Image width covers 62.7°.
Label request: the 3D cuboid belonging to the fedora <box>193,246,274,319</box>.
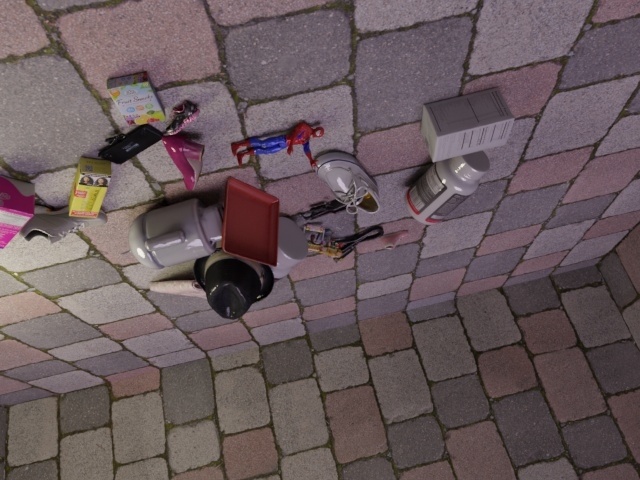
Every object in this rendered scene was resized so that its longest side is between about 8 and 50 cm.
[{"bbox_3d":[-0.325,0.178,1.906,0.334,0.152,0.334,3,137,3],"label":"fedora"}]

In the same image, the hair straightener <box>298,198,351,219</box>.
[{"bbox_3d":[0.021,-0.131,2.006,0.230,0.047,0.089,-14,154,10],"label":"hair straightener"}]

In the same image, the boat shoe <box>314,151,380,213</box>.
[{"bbox_3d":[0.109,-0.172,1.828,0.136,0.156,0.367,-25,152,21],"label":"boat shoe"}]

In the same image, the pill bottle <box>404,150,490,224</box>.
[{"bbox_3d":[0.462,-0.207,1.916,0.176,0.176,0.318,2,150,-29],"label":"pill bottle"}]

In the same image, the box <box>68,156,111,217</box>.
[{"bbox_3d":[-0.692,-0.154,1.570,0.087,0.058,0.232,4,149,-34],"label":"box"}]

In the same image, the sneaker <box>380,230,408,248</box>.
[{"bbox_3d":[0.344,0.002,2.390,0.134,0.070,0.051,-13,152,-5],"label":"sneaker"}]

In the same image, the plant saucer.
[{"bbox_3d":[-0.243,-0.055,1.791,0.048,0.259,0.258,-10,160,35],"label":"plant saucer"}]

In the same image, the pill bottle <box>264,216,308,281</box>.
[{"bbox_3d":[-0.248,0.079,2.070,0.392,0.224,0.224,-32,149,33],"label":"pill bottle"}]

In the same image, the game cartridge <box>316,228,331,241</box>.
[{"bbox_3d":[0.016,-0.022,2.239,0.056,0.017,0.083,-3,152,-15],"label":"game cartridge"}]

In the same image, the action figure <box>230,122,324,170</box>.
[{"bbox_3d":[-0.115,-0.263,1.570,0.280,0.139,0.091,-19,155,3],"label":"action figure"}]

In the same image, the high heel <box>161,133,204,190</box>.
[{"bbox_3d":[-0.416,-0.229,1.565,0.117,0.082,0.244,17,157,-10],"label":"high heel"}]

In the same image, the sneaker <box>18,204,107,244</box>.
[{"bbox_3d":[-0.813,-0.042,1.660,0.262,0.121,0.099,-3,152,-22],"label":"sneaker"}]

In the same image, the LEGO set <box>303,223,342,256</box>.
[{"bbox_3d":[0.000,0.000,2.183,0.287,0.107,0.132,12,174,-33],"label":"LEGO set"}]

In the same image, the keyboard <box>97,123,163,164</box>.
[{"bbox_3d":[-0.538,-0.272,1.459,0.180,0.023,0.108,-26,158,20],"label":"keyboard"}]

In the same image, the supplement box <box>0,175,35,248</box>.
[{"bbox_3d":[-0.936,-0.080,1.533,0.220,0.111,0.114,-32,148,30],"label":"supplement box"}]

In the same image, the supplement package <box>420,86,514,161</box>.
[{"bbox_3d":[0.455,-0.362,1.649,0.244,0.139,0.134,-13,152,-1],"label":"supplement package"}]

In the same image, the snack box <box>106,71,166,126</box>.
[{"bbox_3d":[-0.460,-0.352,1.320,0.100,0.037,0.141,-14,154,-4],"label":"snack box"}]

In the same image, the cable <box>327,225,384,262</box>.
[{"bbox_3d":[0.137,-0.001,2.329,0.287,0.072,0.139,-37,131,16],"label":"cable"}]

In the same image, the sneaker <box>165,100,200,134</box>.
[{"bbox_3d":[-0.380,-0.331,1.408,0.119,0.047,0.057,-29,128,26],"label":"sneaker"}]

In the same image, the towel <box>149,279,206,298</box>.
[{"bbox_3d":[-0.516,0.214,2.264,0.332,0.053,0.317,-8,164,42],"label":"towel"}]

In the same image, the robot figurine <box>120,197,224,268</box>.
[{"bbox_3d":[-0.490,-0.021,1.773,0.353,0.199,0.300,-16,-174,4],"label":"robot figurine"}]
